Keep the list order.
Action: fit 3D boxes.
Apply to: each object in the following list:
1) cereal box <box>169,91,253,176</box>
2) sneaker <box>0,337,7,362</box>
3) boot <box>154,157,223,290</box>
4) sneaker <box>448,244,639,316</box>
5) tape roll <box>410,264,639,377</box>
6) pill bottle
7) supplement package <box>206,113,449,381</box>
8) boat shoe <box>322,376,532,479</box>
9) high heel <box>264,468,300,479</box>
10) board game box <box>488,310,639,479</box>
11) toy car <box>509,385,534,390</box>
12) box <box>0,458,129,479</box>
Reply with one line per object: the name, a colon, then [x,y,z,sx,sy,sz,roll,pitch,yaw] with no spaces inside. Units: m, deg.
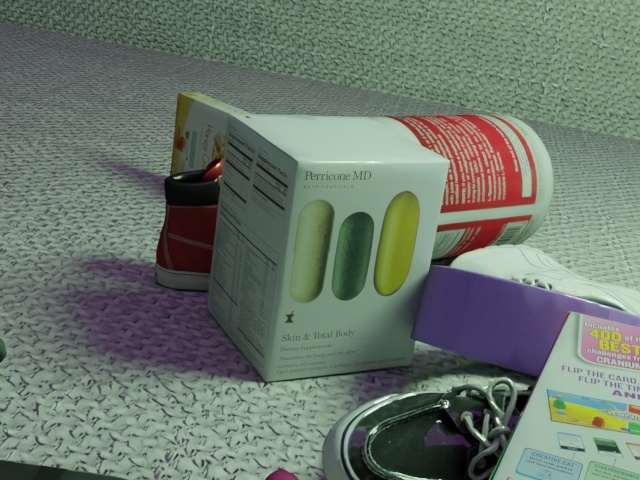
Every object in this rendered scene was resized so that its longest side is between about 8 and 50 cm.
cereal box: [-0.161,-0.137,1.562,0.047,0.172,0.240,-10,27,-43]
sneaker: [-0.387,0.133,0.912,0.167,0.065,0.076,-9,43,-33]
boot: [-0.094,-0.020,1.264,0.244,0.176,0.088,5,19,-16]
sneaker: [0.308,0.075,1.242,0.297,0.110,0.129,15,6,20]
tape roll: [0.245,0.106,1.047,0.275,0.090,0.275,15,-4,1]
pill bottle: [0.152,-0.081,1.461,0.408,0.229,0.229,-7,25,-37]
supplement package: [0.000,0.000,1.121,0.199,0.262,0.198,-2,23,-27]
boat shoe: [0.153,0.187,0.869,0.306,0.113,0.105,6,-26,-26]
high heel: [-0.075,0.247,0.685,0.117,0.082,0.244,17,32,-6]
board game box: [0.275,0.173,0.722,0.242,0.064,0.316,13,26,22]
toy car: [0.212,0.207,1.009,0.040,0.060,0.122,50,39,-11]
box: [-0.273,0.250,0.591,0.243,0.076,0.307,9,20,-1]
